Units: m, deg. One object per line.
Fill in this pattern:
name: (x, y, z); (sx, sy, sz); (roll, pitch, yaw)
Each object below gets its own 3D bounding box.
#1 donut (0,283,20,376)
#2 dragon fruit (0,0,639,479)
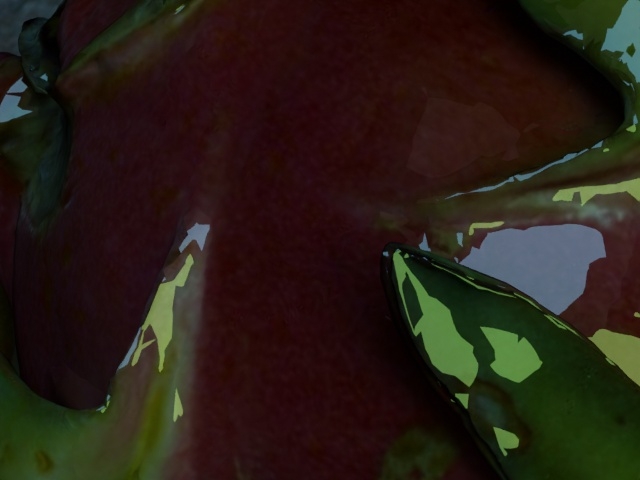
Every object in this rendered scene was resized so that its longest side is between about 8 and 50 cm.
donut: (-0.179, 0.048, 0.678); (0.146, 0.078, 0.181); (5, 51, -8)
dragon fruit: (0.000, 0.000, 0.591); (0.226, 0.305, 0.305); (35, 54, -21)
